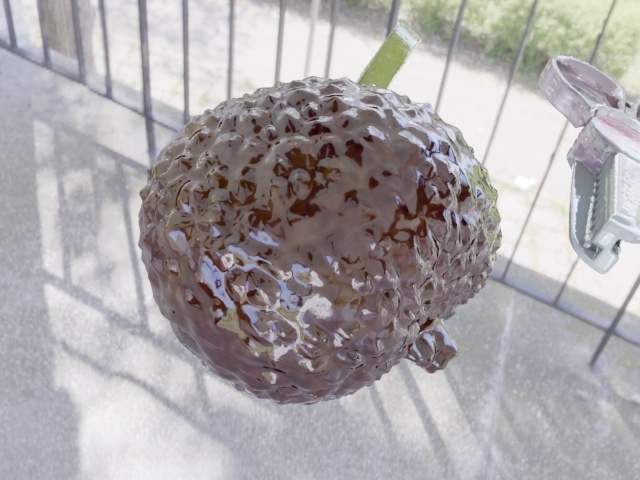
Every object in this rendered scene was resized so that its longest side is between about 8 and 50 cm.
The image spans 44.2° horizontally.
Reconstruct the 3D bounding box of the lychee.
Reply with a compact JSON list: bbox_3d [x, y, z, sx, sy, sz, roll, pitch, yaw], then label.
[{"bbox_3d":[0.000,0.000,0.583,0.261,0.260,0.260,4,43,-4],"label":"lychee"}]

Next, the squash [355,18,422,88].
[{"bbox_3d":[0.053,-0.184,1.087,0.049,0.252,0.252,35,45,-4],"label":"squash"}]

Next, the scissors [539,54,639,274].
[{"bbox_3d":[0.168,-0.049,0.450,0.118,0.030,0.242,33,34,6],"label":"scissors"}]
